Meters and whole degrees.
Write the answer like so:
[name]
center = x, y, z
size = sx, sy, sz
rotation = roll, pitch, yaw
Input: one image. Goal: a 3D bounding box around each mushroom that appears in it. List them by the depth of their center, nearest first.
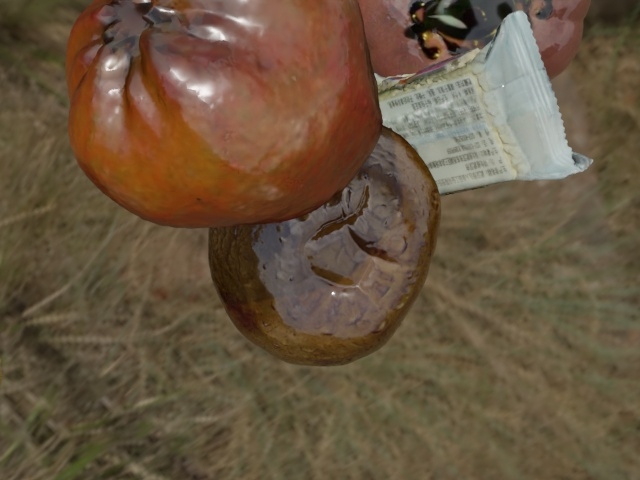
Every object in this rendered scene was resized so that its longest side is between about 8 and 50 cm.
[mushroom]
center = 0.004, 0.002, 1.412
size = 0.194, 0.138, 0.231
rotation = 14, 95, -20

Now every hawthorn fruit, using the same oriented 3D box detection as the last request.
[hawthorn fruit]
center = -0.051, -0.105, 1.141
size = 0.261, 0.224, 0.224
rotation = 27, 56, -47

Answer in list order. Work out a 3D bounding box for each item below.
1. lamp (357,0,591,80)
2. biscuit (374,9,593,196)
[lamp]
center = 0.185, -0.306, 1.987
size = 0.305, 0.239, 0.305
rotation = -1, 104, -3
[biscuit]
center = 0.130, -0.122, 1.664
size = 0.079, 0.309, 0.186
rotation = -29, 99, -34
